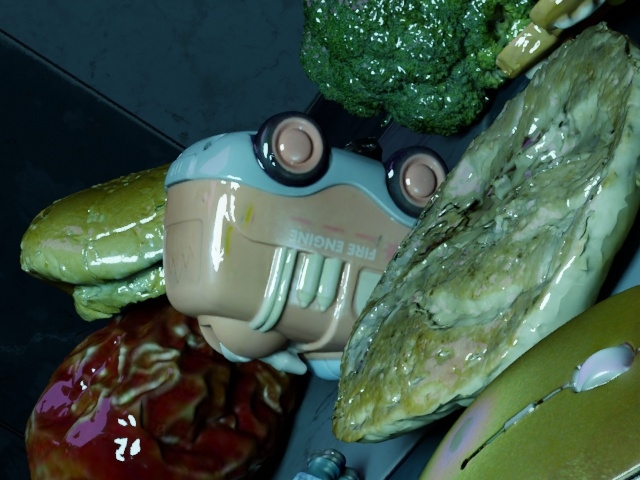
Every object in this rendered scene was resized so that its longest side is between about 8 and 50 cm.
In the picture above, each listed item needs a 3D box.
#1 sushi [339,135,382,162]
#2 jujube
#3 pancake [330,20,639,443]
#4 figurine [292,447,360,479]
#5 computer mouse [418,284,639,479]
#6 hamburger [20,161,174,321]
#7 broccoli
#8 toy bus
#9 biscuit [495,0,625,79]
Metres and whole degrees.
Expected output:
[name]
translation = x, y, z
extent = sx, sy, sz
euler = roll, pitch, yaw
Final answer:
[sushi]
translation = 0.000, 0.000, 1.579
extent = 0.172, 0.150, 0.153
euler = -17, -22, -30
[jujube]
translation = -0.167, 0.196, 1.506
extent = 0.276, 0.276, 0.377
euler = -51, -4, 32
[pancake]
translation = 0.136, 0.003, 1.069
extent = 0.387, 0.082, 0.387
euler = -51, 11, 13
[figurine]
translation = -0.014, 0.241, 1.123
extent = 0.087, 0.086, 0.149
euler = -13, 28, 43
[computer mouse]
translation = 0.112, 0.143, 0.778
extent = 0.310, 0.072, 0.158
euler = -51, 13, 32
[hamburger]
translation = -0.219, 0.002, 1.497
extent = 0.211, 0.132, 0.309
euler = -18, 8, -2
[broccoli]
translation = 0.118, -0.264, 1.576
extent = 0.283, 0.321, 0.304
euler = -14, -39, -43
[toy bus]
translation = -0.015, 0.012, 1.310
extent = 0.194, 0.287, 0.232
euler = -14, 63, 60
[biscuit]
translation = 0.250, -0.223, 1.222
extent = 0.216, 0.047, 0.340
euler = -42, -3, -6
